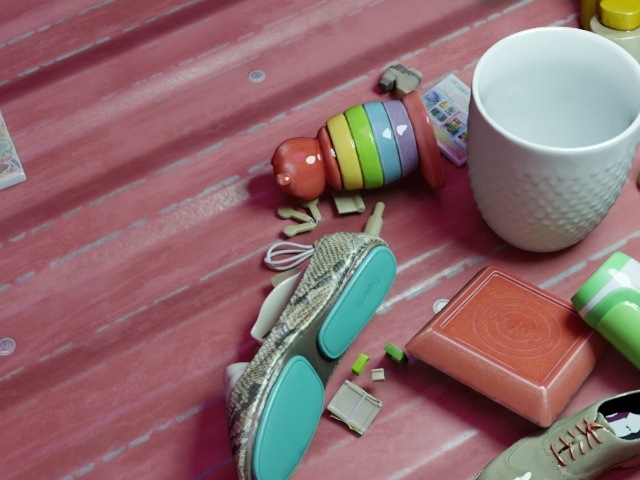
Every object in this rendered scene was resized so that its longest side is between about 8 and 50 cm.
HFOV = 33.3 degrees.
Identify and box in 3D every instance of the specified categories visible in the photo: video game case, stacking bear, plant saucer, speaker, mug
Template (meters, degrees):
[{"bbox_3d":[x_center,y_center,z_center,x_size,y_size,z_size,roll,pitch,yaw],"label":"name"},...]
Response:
[{"bbox_3d":[0.256,-0.230,2.039,0.143,0.019,0.157,-39,71,-22],"label":"video game case"},{"bbox_3d":[0.055,-0.154,1.916,0.289,0.164,0.175,-16,38,-1],"label":"stacking bear"},{"bbox_3d":[-0.703,-0.152,2.063,0.227,0.026,0.206,-22,55,-12],"label":"video game case"},{"bbox_3d":[0.309,0.148,1.706,0.258,0.047,0.259,28,45,25],"label":"plant saucer"},{"bbox_3d":[0.530,0.155,1.641,0.296,0.131,0.131,44,66,12],"label":"speaker"},{"bbox_3d":[0.393,-0.178,1.814,0.276,0.328,0.374,12,55,12],"label":"mug"}]

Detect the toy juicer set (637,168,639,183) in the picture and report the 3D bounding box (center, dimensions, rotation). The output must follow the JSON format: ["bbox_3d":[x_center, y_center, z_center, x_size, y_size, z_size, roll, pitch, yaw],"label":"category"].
[{"bbox_3d":[0.749,-0.151,1.927,0.329,0.089,0.209,6,41,19],"label":"toy juicer set"}]

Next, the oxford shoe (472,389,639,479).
[{"bbox_3d":[0.373,0.300,1.579,0.348,0.130,0.123,-24,55,-14],"label":"oxford shoe"}]

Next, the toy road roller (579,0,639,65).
[{"bbox_3d":[0.585,-0.436,2.083,0.241,0.202,0.329,26,53,36],"label":"toy road roller"}]

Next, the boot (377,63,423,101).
[{"bbox_3d":[0.173,-0.304,2.108,0.118,0.042,0.087,39,53,16],"label":"boot"}]

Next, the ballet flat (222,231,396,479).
[{"bbox_3d":[-0.047,0.180,1.698,0.182,0.164,0.482,7,54,35],"label":"ballet flat"}]

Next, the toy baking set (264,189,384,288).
[{"bbox_3d":[0.007,-0.001,1.898,0.197,0.030,0.256,3,47,13],"label":"toy baking set"}]

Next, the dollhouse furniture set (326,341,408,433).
[{"bbox_3d":[0.079,0.234,1.718,0.076,0.058,0.151,32,81,16],"label":"dollhouse furniture set"}]
